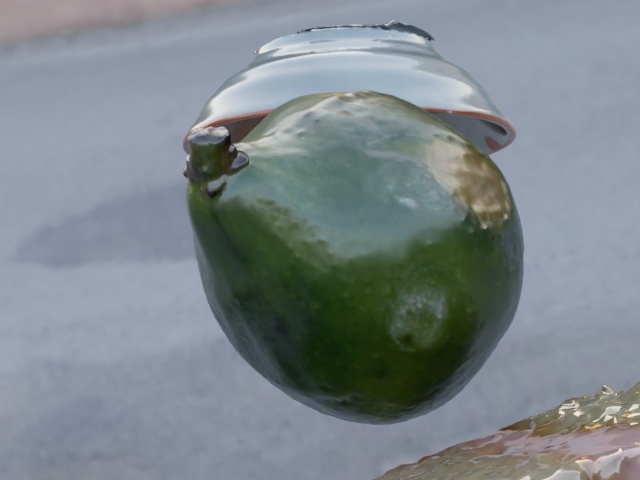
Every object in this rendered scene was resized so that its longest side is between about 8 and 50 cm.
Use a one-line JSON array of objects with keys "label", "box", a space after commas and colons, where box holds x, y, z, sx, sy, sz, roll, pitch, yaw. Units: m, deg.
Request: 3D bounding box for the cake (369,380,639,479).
[{"label": "cake", "box": [0.111, 0.248, 0.801, 0.307, 0.314, 0.293, -23, -3, -18]}]

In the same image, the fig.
[{"label": "fig", "box": [0.000, 0.000, 0.923, 0.245, 0.195, 0.195, 17, -5, -42]}]

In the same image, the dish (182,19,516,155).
[{"label": "dish", "box": [0.021, -0.114, 1.286, 0.260, 0.085, 0.260, -1, -8, 0]}]
